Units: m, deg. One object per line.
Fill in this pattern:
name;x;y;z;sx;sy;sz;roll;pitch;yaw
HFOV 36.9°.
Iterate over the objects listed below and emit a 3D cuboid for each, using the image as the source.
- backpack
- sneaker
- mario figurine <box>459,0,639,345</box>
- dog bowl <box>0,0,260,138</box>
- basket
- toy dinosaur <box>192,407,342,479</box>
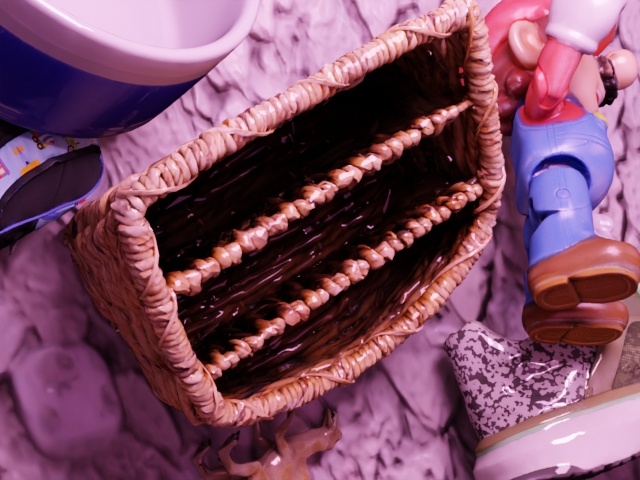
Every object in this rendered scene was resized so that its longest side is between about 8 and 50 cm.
backpack;-0.242;-0.062;0.648;0.158;0.117;0.173;57;32;0
sneaker;0.281;0.082;0.859;0.410;0.158;0.182;-18;74;-29
mario figurine;0.221;-0.086;0.786;0.170;0.198;0.320;13;58;-25
dog bowl;-0.172;-0.204;0.637;0.265;0.104;0.265;28;46;-33
basket;0.000;0.000;0.691;0.299;0.223;0.213;-32;97;-24
toy dinosaur;-0.051;0.188;0.741;0.092;0.053;0.183;48;69;-13
